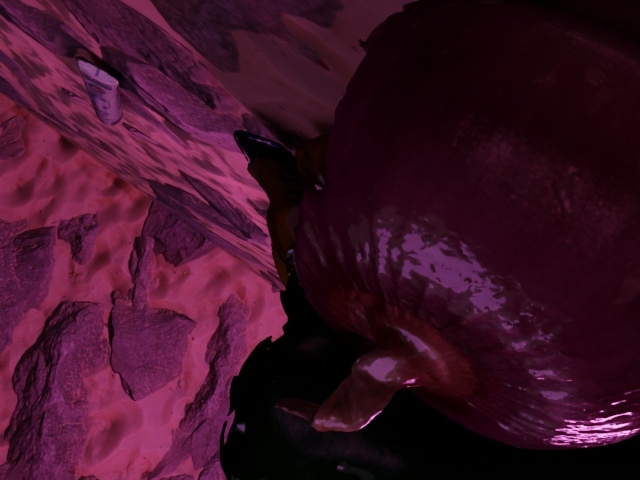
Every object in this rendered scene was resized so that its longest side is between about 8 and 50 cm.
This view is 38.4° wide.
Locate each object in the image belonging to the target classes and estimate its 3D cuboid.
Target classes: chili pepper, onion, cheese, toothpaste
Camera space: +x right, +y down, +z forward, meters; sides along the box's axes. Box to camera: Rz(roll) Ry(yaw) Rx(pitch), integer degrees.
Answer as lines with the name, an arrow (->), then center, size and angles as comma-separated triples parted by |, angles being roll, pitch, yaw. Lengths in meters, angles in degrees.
chili pepper -> 0.091, 0.118, 0.573 | 0.257, 0.248, 0.233 | 9, 171, 28
onion -> 0.093, 0.002, 0.395 | 0.201, 0.201, 0.207 | 31, 130, 31
cheese -> 0.000, 0.000, 0.847 | 0.177, 0.069, 0.270 | 12, -142, -53
toothpaste -> -0.299, -0.202, 1.268 | 0.062, 0.039, 0.239 | 32, 170, -4

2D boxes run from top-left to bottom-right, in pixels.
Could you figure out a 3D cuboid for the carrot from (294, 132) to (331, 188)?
carrot -> 0.045, -0.053, 0.663 | 0.066, 0.066, 0.314 | 38, 175, -22
